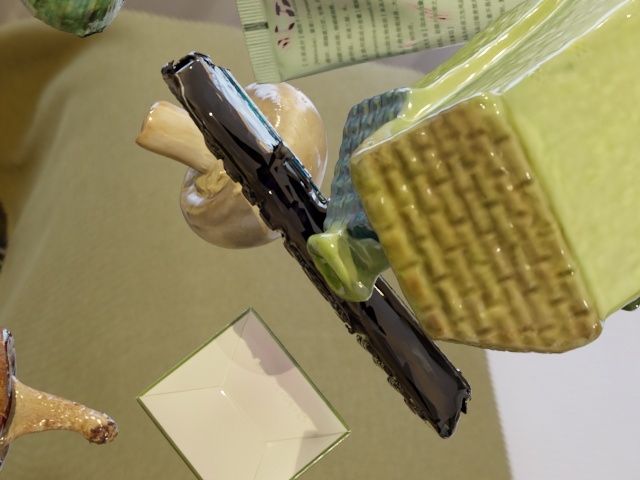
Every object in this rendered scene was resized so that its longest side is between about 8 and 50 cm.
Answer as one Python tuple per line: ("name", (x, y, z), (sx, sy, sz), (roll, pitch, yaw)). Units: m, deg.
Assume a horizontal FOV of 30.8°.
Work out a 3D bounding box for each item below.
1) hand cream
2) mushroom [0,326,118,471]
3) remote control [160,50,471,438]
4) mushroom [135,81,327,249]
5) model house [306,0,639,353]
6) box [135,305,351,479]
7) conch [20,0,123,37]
("hand cream", (0.108, -0.166, 0.795), (0.331, 0.085, 0.058), (-9, 34, 6))
("mushroom", (-0.396, 0.239, 1.659), (0.217, 0.148, 0.227), (3, 80, -7))
("remote control", (0.000, 0.000, 1.036), (0.399, 0.062, 0.144), (52, -2, -3))
("mushroom", (-0.107, -0.100, 1.333), (0.215, 0.207, 0.207), (24, 42, -24))
("model house", (0.100, -0.018, 0.624), (0.189, 0.214, 0.195), (-28, 102, -18))
("box", (-0.091, 0.215, 1.417), (0.177, 0.148, 0.195), (-39, 82, -9))
("conch", (-0.296, -0.330, 1.266), (0.188, 0.176, 0.122), (25, 4, 8))
